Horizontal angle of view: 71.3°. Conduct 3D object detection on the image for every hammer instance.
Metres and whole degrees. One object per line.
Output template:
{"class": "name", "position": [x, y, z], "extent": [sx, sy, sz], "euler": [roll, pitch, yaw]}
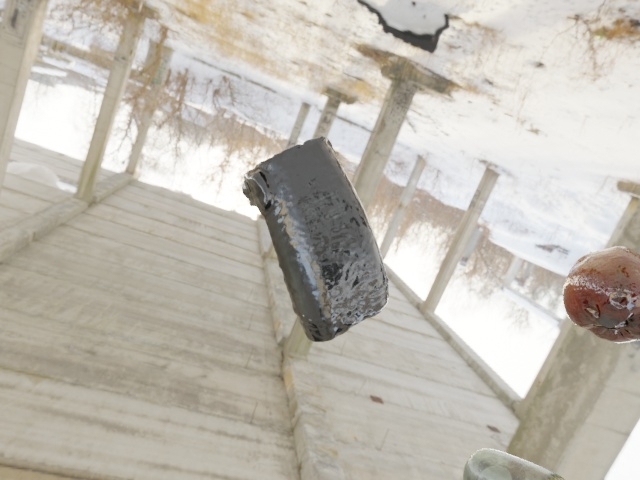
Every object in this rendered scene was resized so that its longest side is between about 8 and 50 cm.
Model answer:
{"class": "hammer", "position": [0.344, 0.524, 0.742], "extent": [0.113, 0.305, 0.202], "euler": [-4, 173, -20]}

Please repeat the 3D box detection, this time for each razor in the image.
{"class": "razor", "position": [0.001, -0.001, 0.760], "extent": [0.189, 0.327, 0.107], "euler": [-28, -166, -24]}

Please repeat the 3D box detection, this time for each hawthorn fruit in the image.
{"class": "hawthorn fruit", "position": [0.889, 0.163, 1.338], "extent": [0.295, 0.295, 0.311], "euler": [29, -151, 32]}
